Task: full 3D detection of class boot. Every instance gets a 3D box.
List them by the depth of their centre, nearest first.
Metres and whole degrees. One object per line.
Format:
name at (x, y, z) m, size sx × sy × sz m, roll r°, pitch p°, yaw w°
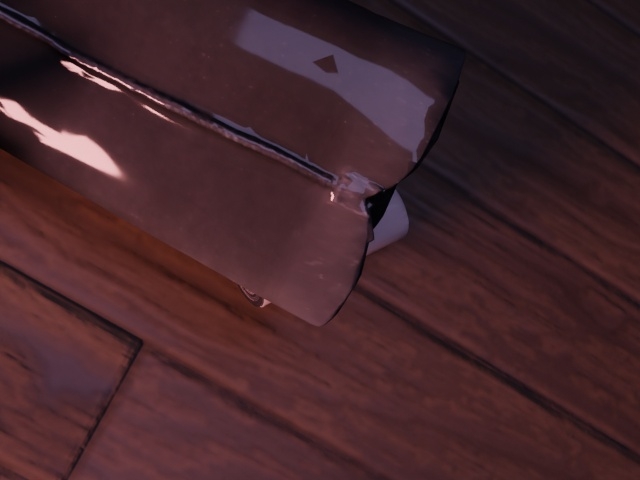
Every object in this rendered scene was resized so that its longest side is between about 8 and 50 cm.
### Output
boot at (-0.106, -0.196, 0.649) m, size 0.445 × 0.146 × 0.367 m, roll 30°, pitch 109°, yaw 2°

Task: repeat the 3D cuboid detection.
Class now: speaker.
speaker at (0.000, 0.000, 0.786) m, size 0.136 × 0.055 × 0.055 m, roll -25°, pitch 86°, yaw -23°
